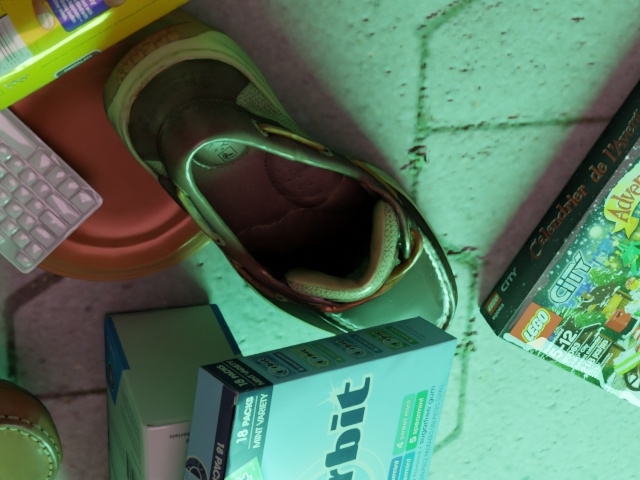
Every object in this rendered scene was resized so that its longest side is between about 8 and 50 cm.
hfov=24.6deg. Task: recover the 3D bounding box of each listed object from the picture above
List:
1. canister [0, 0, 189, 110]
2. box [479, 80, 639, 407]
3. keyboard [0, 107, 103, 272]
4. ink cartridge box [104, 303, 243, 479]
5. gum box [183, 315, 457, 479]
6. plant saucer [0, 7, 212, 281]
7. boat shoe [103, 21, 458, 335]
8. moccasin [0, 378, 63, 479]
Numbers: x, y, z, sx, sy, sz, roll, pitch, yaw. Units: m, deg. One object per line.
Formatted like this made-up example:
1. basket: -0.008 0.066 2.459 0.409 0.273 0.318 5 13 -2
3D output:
1. canister: -0.147 -0.165 0.846 0.170 0.073 0.126 -30 75 3
2. box: 0.247 0.000 1.081 0.159 0.044 0.233 26 106 -26
3. keyboard: -0.247 -0.087 0.887 0.072 0.014 0.256 -40 109 15
4. ink cartridge box: -0.094 0.168 1.008 0.086 0.148 0.203 -7 118 -16
5. gum box: -0.003 0.139 0.927 0.184 0.041 0.157 -11 119 -42
6. plant saucer: -0.134 -0.059 0.949 0.200 0.037 0.200 -6 117 -12
7. boat shoe: 0.000 0.000 0.934 0.123 0.123 0.342 -40 136 4
8. moccasin: -0.343 0.197 0.918 0.380 0.147 0.139 -18 129 -12
